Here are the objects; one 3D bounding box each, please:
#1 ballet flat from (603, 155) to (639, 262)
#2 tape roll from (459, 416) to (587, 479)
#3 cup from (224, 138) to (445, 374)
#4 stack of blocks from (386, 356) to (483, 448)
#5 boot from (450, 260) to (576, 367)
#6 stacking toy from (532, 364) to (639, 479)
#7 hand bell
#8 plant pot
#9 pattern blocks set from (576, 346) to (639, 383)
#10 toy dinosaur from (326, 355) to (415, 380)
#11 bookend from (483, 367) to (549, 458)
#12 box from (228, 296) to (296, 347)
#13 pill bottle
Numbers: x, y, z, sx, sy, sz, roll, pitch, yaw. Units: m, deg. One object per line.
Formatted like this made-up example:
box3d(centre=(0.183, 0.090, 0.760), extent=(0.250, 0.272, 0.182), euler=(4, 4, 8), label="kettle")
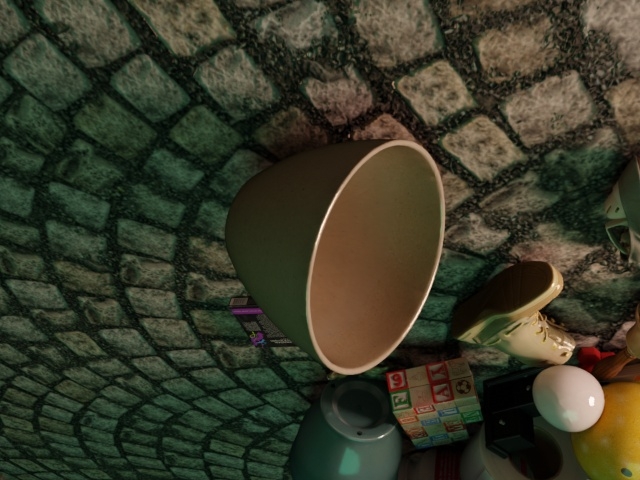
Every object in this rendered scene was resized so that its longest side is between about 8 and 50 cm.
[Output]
box3d(centre=(0.456, -0.036, 0.921), extent=(0.068, 0.072, 0.213), euler=(-9, 137, 28), label="ballet flat")
box3d(centre=(0.462, 0.520, 1.435), extent=(0.246, 0.246, 0.169), euler=(11, 140, 1), label="tape roll")
box3d(centre=(0.000, 0.000, 0.920), extent=(0.237, 0.331, 0.331), euler=(17, 148, 37), label="cup")
box3d(centre=(0.264, 0.367, 1.373), extent=(0.171, 0.087, 0.297), euler=(-14, 145, 10), label="stack of blocks")
box3d(centre=(0.390, 0.144, 1.125), extent=(0.204, 0.095, 0.262), euler=(24, 140, -14), label="boot")
box3d(centre=(0.589, 0.387, 1.159), extent=(0.480, 0.350, 0.350), euler=(30, 137, -9), label="stacking toy")
box3d(centre=(0.573, 0.209, 1.154), extent=(0.126, 0.126, 0.242), euler=(15, 146, -4), label="hand bell")
box3d(centre=(0.074, 0.458, 1.453), extent=(0.272, 0.271, 0.255), euler=(11, 130, 1), label="plant pot")
box3d(centre=(0.690, 0.306, 1.295), extent=(0.286, 0.026, 0.324), euler=(-10, 133, 24), label="pattern blocks set")
box3d(centre=(0.151, 0.283, 1.378), extent=(0.269, 0.064, 0.118), euler=(7, 144, -2), label="toy dinosaur")
box3d(centre=(0.435, 0.366, 1.328), extent=(0.072, 0.157, 0.156), euler=(36, 135, -29), label="bookend")
box3d(centre=(-0.113, 0.177, 1.334), extent=(0.116, 0.029, 0.162), euler=(-4, 136, 18), label="box")
box3d(centre=(0.389, 0.675, 1.644), extent=(0.408, 0.228, 0.229), euler=(-1, 138, 15), label="pill bottle")
